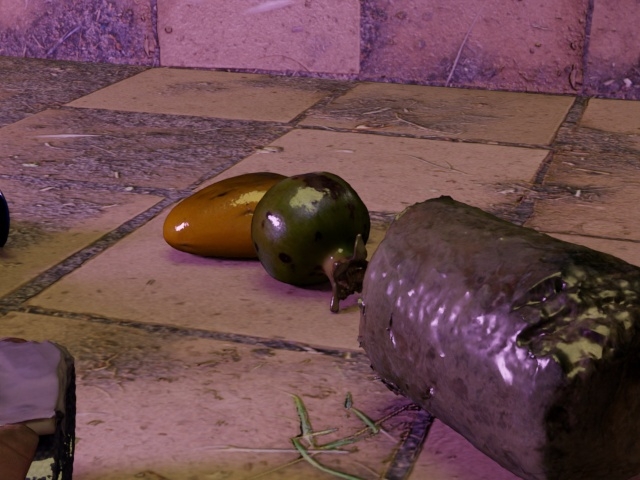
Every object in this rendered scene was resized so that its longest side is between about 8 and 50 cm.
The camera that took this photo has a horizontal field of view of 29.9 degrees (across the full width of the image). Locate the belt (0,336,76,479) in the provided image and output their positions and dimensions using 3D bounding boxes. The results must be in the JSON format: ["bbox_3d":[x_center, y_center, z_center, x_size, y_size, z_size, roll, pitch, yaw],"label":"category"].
[{"bbox_3d":[-0.243,0.156,0.868,0.126,0.139,0.230,-1,20,-8],"label":"belt"}]

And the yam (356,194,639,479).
[{"bbox_3d":[0.168,0.087,1.014,0.195,0.195,0.300,-10,19,-29],"label":"yam"}]

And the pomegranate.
[{"bbox_3d":[0.001,-0.007,1.396,0.169,0.148,0.148,25,29,38],"label":"pomegranate"}]

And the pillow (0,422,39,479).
[{"bbox_3d":[-0.243,0.180,0.525,0.223,0.084,0.236,1,58,-8],"label":"pillow"}]

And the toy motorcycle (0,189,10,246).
[{"bbox_3d":[-0.490,-0.013,1.423,0.196,0.125,0.331,2,14,7],"label":"toy motorcycle"}]

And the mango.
[{"bbox_3d":[-0.104,-0.029,1.519,0.195,0.098,0.137,-10,24,-17],"label":"mango"}]
